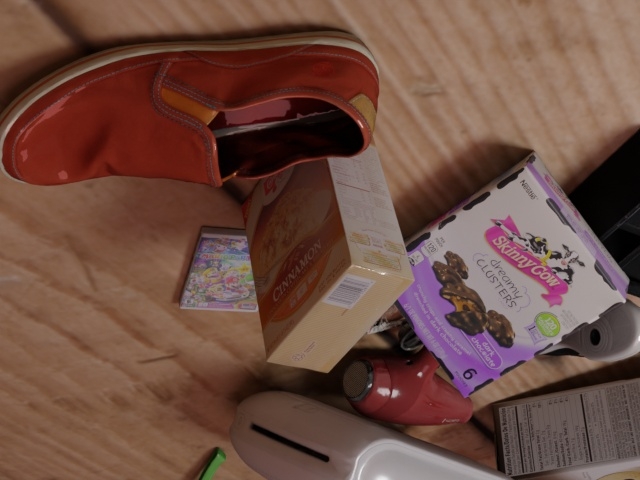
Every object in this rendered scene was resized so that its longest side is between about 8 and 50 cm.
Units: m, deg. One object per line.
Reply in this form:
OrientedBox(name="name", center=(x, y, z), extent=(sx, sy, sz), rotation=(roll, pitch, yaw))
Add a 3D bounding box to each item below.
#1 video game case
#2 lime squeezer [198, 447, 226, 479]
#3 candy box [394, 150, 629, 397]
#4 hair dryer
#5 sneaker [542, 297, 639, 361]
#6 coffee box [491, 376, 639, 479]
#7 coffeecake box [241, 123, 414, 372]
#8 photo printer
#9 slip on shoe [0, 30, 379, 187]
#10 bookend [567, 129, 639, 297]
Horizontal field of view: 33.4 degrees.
OrientedBox(name="video game case", center=(-0.093, 0.032, 1.111), extent=(0.087, 0.011, 0.122), rotation=(4, 137, -18))
OrientedBox(name="lime squeezer", center=(-0.232, 0.381, 1.452), extent=(0.310, 0.059, 0.110), rotation=(-27, 138, 18))
OrientedBox(name="candy box", center=(0.179, 0.035, 1.069), extent=(0.196, 0.070, 0.165), rotation=(-36, 92, 25))
OrientedBox(name="hair dryer", center=(0.132, 0.140, 1.241), extent=(0.223, 0.080, 0.293), rotation=(-15, 141, 2))
OrientedBox(name="sneaker", center=(0.325, 0.093, 1.191), extent=(0.121, 0.079, 0.217), rotation=(2, 175, -22))
OrientedBox(name="coffee box", center=(0.391, 0.272, 1.395), extent=(0.297, 0.119, 0.168), rotation=(-15, 142, 19))
OrientedBox(name="coffeecake box", center=(0.000, 0.000, 0.960), extent=(0.068, 0.185, 0.142), rotation=(15, 133, -29))
OrientedBox(name="photo printer", center=(0.058, 0.270, 1.264), extent=(0.307, 0.107, 0.256), rotation=(26, 170, -37))
OrientedBox(name="slip on shoe", center=(-0.110, -0.095, 0.888), extent=(0.331, 0.101, 0.123), rotation=(-9, 142, -2))
OrientedBox(name="bookend", center=(0.345, -0.021, 1.111), extent=(0.157, 0.072, 0.156), rotation=(18, 132, -32))
